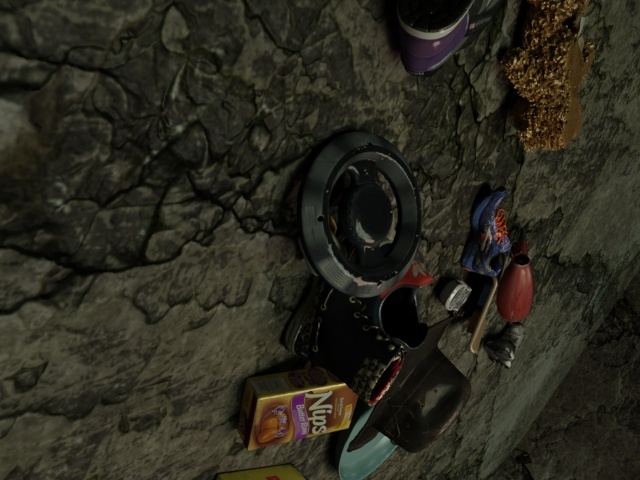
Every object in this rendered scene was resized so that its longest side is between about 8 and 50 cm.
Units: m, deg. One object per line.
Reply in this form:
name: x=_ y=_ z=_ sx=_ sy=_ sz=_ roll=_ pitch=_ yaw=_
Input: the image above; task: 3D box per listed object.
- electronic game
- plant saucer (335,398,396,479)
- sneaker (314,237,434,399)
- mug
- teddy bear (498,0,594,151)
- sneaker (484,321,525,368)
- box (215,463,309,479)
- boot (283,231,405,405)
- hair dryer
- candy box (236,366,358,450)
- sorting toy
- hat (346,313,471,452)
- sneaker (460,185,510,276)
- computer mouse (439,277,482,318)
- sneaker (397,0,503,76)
electronic game: x=0.061 y=-0.036 z=0.871 sx=0.229 sy=0.048 sz=0.230 roll=1 pitch=89 yaw=-40
plant saucer: x=0.135 y=0.390 z=1.391 sx=0.317 sy=0.043 sz=0.318 roll=-32 pitch=138 yaw=-34
sneaker: x=0.095 y=0.175 z=1.066 sx=0.131 sy=0.148 sz=0.350 roll=-20 pitch=132 yaw=-44
mug: x=-0.003 y=0.003 z=0.895 sx=0.062 sy=0.078 sz=0.064 roll=-24 pitch=135 yaw=7
teddy bear: x=0.409 y=-0.332 z=1.132 sx=0.245 sy=0.113 sz=0.338 roll=-51 pitch=139 yaw=-25
sneaker: x=0.543 y=0.284 z=1.822 sx=0.132 sy=0.086 sz=0.229 roll=-57 pitch=158 yaw=-11
box: x=-0.110 y=0.450 z=1.099 sx=0.087 sy=0.058 sz=0.232 roll=-59 pitch=147 yaw=3
boot: x=0.064 y=0.107 z=0.939 sx=0.085 sy=0.178 sz=0.237 roll=17 pitch=104 yaw=-57
hair dryer: x=0.444 y=0.075 z=1.450 sx=0.293 sy=0.080 sz=0.224 roll=22 pitch=68 yaw=-78
candy box: x=-0.032 y=0.262 z=1.003 sx=0.186 sy=0.053 sz=0.109 roll=-4 pitch=122 yaw=-30
sorting toy: x=0.393 y=0.138 z=1.496 sx=0.193 sy=0.038 sz=0.208 roll=-40 pitch=144 yaw=-61
hat: x=0.197 y=0.305 z=1.193 sx=0.331 sy=0.134 sz=0.331 roll=-44 pitch=156 yaw=-25
sneaker: x=0.367 y=-0.016 z=1.327 sx=0.083 sy=0.087 sz=0.221 roll=-32 pitch=139 yaw=-35
computer mouse: x=0.303 y=0.120 z=1.399 sx=0.106 sy=0.042 sz=0.193 roll=-56 pitch=153 yaw=5
sneaker: x=0.202 y=-0.340 z=0.860 sx=0.283 sy=0.107 sz=0.124 roll=-44 pitch=159 yaw=-15
